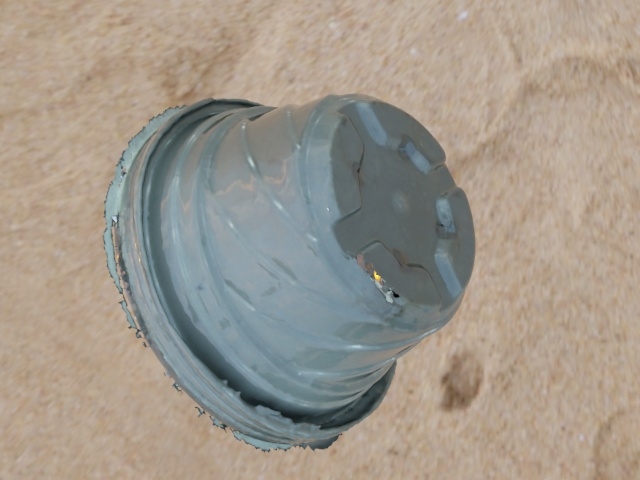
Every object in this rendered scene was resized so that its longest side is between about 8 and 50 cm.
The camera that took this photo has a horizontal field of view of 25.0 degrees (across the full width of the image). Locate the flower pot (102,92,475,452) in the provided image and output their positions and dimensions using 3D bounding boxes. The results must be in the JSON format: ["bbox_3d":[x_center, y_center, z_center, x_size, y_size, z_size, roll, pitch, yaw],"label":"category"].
[{"bbox_3d":[0.000,0.000,0.867,0.141,0.235,0.235,-26,100,40],"label":"flower pot"}]
